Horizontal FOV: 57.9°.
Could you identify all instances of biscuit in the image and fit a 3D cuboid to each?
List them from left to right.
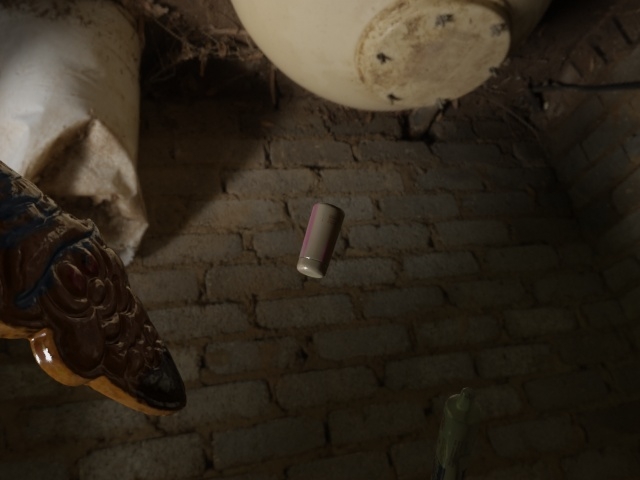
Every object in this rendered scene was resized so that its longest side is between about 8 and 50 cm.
[{"bbox_3d":[-0.191,0.044,0.457,0.043,0.183,0.280,-31,114,11],"label":"biscuit"}]

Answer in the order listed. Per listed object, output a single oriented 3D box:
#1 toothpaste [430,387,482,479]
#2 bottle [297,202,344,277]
[{"bbox_3d":[0.145,0.243,0.645,0.038,0.060,0.233,0,127,-3],"label":"toothpaste"},{"bbox_3d":[0.000,0.000,0.775,0.045,0.096,0.045,15,165,4],"label":"bottle"}]
